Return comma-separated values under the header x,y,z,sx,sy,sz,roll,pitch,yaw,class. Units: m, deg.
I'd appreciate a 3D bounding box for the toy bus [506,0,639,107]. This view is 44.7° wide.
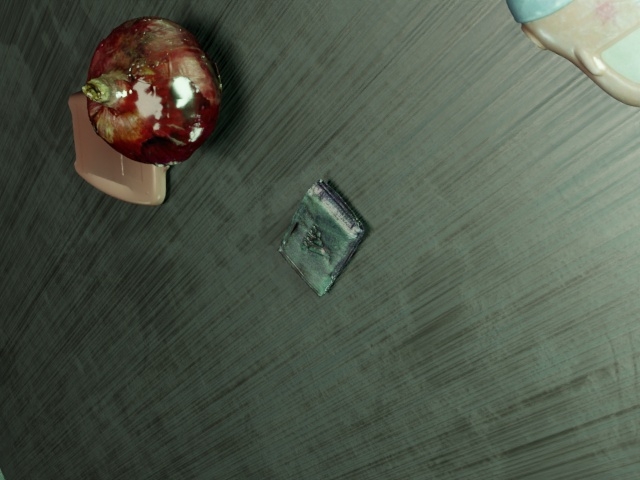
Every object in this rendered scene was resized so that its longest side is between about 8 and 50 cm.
x,y,z,sx,sy,sz,roll,pitch,yaw,class
0.318,-0.230,0.648,0.294,0.197,0.232,-33,90,46,toy bus

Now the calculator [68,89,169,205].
x,y,z,sx,sy,sz,roll,pitch,yaw,class
-0.404,-0.185,1.540,0.329,0.048,0.220,20,117,39,calculator

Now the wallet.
x,y,z,sx,sy,sz,roll,pitch,yaw,class
0.001,-0.001,1.188,0.111,0.030,0.166,48,136,17,wallet

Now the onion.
x,y,z,sx,sy,sz,roll,pitch,yaw,class
-0.287,-0.238,1.265,0.252,0.219,0.252,11,108,36,onion
